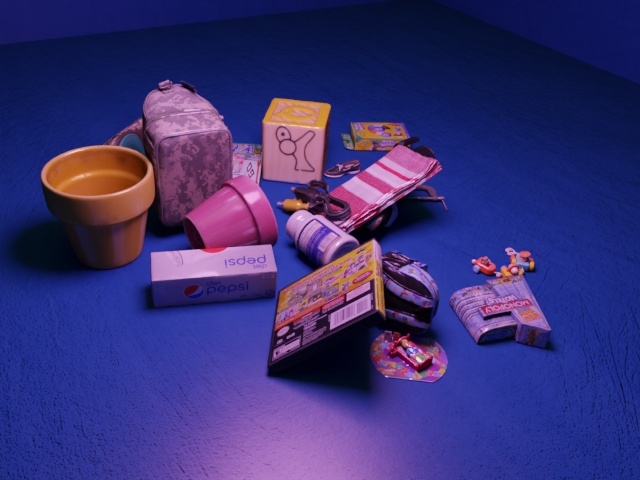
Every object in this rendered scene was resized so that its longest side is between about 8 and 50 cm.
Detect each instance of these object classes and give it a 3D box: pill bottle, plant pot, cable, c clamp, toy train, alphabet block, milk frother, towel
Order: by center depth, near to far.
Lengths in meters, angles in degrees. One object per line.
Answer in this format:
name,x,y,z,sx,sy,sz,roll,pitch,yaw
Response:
plant pot,-0.529,-0.070,1.578,0.254,0.239,0.254,4,35,-2
plant pot,-0.233,-0.038,1.611,0.180,0.201,0.201,-27,45,-25
pill bottle,0.000,0.000,1.648,0.112,0.112,0.186,-22,43,-33
toy train,0.481,0.052,1.684,0.166,0.046,0.125,-22,43,-32
towel,0.143,-0.148,1.781,0.329,0.037,0.237,-35,28,-8
cable,0.009,-0.101,1.783,0.139,0.072,0.287,-28,33,-29
c clamp,0.295,-0.138,1.956,0.160,0.022,0.137,3,35,-3
alphabet block,-0.074,-0.306,2.003,0.192,0.197,0.193,6,35,2
milk frother,0.267,-0.254,2.073,0.134,0.129,0.143,-28,3,-38

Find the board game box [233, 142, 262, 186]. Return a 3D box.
board game box,-0.287,-0.208,1.971,0.213,0.046,0.317,3,35,-3

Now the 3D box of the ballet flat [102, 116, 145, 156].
ballet flat,-0.575,-0.271,1.964,0.182,0.164,0.483,-11,26,15

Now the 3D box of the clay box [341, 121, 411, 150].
clay box,0.189,-0.360,2.235,0.222,0.053,0.127,0,35,-8

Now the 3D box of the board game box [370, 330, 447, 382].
board game box,0.192,0.240,1.394,0.168,0.033,0.133,6,35,3

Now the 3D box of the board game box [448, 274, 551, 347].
board game box,0.429,0.171,1.497,0.194,0.060,0.194,-7,36,-17

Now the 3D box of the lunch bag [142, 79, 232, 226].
lunch bag,-0.363,-0.231,1.699,0.212,0.305,0.256,-16,45,-23

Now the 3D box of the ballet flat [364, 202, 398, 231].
ballet flat,0.167,-0.099,1.823,0.096,0.095,0.280,31,26,-21

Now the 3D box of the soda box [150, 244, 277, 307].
soda box,-0.249,0.081,1.514,0.286,0.091,0.098,-4,43,-12

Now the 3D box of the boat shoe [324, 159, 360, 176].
boat shoe,0.071,-0.229,2.046,0.125,0.038,0.046,-11,38,-21

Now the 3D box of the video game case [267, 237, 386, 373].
video game case,0.013,0.136,1.383,0.275,0.035,0.248,-30,29,21

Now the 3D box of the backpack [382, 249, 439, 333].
backpack,0.195,0.119,1.456,0.173,0.158,0.117,23,31,33
